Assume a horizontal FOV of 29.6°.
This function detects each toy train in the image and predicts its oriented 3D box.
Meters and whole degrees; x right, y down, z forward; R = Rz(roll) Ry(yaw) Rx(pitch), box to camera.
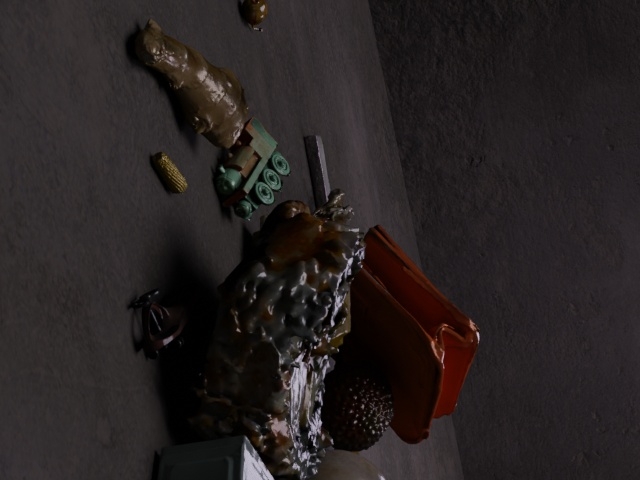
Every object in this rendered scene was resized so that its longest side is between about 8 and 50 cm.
[{"bbox_3d":[-0.120,-0.113,1.995,0.118,0.074,0.176,47,37,-15],"label":"toy train"}]

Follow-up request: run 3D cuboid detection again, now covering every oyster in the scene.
[{"bbox_3d":[0.000,0.022,2.407,0.396,0.111,0.204,-47,143,-75],"label":"oyster"}]

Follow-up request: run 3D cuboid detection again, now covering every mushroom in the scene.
[{"bbox_3d":[0.002,0.419,1.929,0.215,0.207,0.207,37,-30,56],"label":"mushroom"}]

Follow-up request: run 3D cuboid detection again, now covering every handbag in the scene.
[{"bbox_3d":[0.137,0.187,2.261,0.303,0.116,0.410,45,-24,22],"label":"handbag"}]

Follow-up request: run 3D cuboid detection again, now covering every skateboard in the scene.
[{"bbox_3d":[-0.197,0.093,1.560,0.080,0.067,0.151,67,20,-14],"label":"skateboard"}]

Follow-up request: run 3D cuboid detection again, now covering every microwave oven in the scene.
[{"bbox_3d":[-0.120,0.364,1.521,0.208,0.122,0.162,65,20,-46],"label":"microwave oven"}]

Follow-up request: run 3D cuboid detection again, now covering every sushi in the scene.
[{"bbox_3d":[-0.052,0.161,1.698,0.417,0.176,0.417,12,90,-83],"label":"sushi"}]

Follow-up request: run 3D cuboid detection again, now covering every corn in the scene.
[{"bbox_3d":[-0.212,-0.093,1.703,0.083,0.028,0.027,59,29,-47],"label":"corn"}]

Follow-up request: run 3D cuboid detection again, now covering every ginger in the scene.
[{"bbox_3d":[-0.194,-0.230,1.785,0.294,0.086,0.131,33,56,-61],"label":"ginger"}]

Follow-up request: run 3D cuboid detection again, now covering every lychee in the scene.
[{"bbox_3d":[0.052,0.293,2.225,0.197,0.165,0.165,62,3,29],"label":"lychee"}]

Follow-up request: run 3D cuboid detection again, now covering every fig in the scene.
[{"bbox_3d":[-0.123,-0.426,2.301,0.083,0.050,0.050,85,3,-57],"label":"fig"}]

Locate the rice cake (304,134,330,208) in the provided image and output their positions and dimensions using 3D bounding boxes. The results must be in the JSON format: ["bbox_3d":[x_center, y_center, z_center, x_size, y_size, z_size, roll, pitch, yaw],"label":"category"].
[{"bbox_3d":[0.000,-0.127,2.614,0.047,0.036,0.206,-7,87,-65],"label":"rice cake"}]

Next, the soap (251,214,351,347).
[{"bbox_3d":[-0.033,0.087,2.014,0.080,0.160,0.257,114,-21,-51],"label":"soap"}]

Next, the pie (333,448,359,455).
[{"bbox_3d":[0.051,0.503,2.268,0.273,0.069,0.273,-6,90,-77],"label":"pie"}]

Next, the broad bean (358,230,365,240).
[{"bbox_3d":[0.083,0.066,2.684,0.228,0.100,0.169,-85,167,-54],"label":"broad bean"}]
